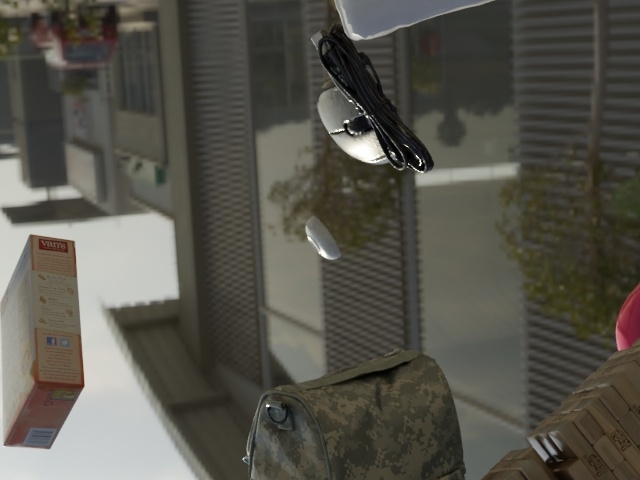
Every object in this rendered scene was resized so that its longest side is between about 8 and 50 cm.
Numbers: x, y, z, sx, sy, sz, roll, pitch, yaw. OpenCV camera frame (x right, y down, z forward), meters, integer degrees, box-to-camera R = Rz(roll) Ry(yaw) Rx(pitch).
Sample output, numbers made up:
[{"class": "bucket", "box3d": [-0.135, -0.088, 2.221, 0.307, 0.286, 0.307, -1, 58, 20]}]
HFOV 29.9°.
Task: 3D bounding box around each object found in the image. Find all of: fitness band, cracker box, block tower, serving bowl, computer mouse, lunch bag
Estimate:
[{"class": "fitness band", "box3d": [0.618, 0.130, 1.989, 0.291, 0.209, 0.054, -44, -174, -18]}, {"class": "cracker box", "box3d": [-0.362, 0.130, 1.546, 0.067, 0.156, 0.232, 8, -132, -26]}, {"class": "block tower", "box3d": [0.217, 0.222, 1.091, 0.335, 0.097, 0.091, -37, 176, -18]}, {"class": "serving bowl", "box3d": [0.000, 0.000, 1.988, 0.027, 0.083, 0.083, -36, -163, -10]}, {"class": "computer mouse", "box3d": [0.039, -0.147, 1.377, 0.072, 0.188, 0.272, -35, -175, 1]}, {"class": "lunch bag", "box3d": [0.052, 0.298, 1.659, 0.305, 0.256, 0.212, -9, -168, -43]}]

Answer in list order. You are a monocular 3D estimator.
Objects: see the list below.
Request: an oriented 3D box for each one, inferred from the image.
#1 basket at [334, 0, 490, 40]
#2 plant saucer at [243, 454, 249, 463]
[{"class": "basket", "box3d": [0.148, -0.325, 0.871, 0.331, 0.266, 0.328, -16, -166, 12]}, {"class": "plant saucer", "box3d": [-0.066, 0.362, 1.944, 0.119, 0.021, 0.119, 15, 159, 6]}]
